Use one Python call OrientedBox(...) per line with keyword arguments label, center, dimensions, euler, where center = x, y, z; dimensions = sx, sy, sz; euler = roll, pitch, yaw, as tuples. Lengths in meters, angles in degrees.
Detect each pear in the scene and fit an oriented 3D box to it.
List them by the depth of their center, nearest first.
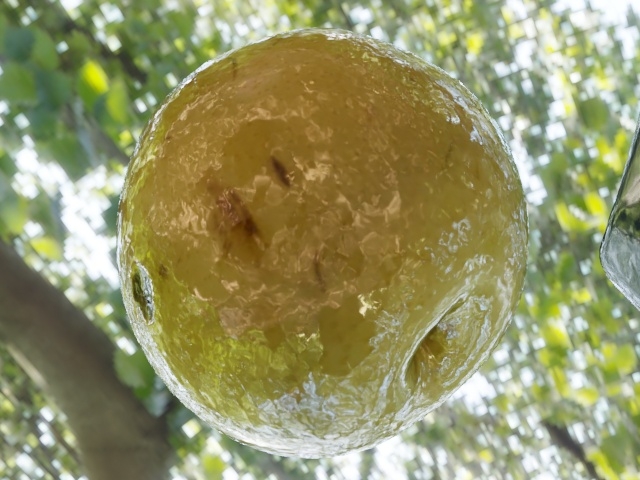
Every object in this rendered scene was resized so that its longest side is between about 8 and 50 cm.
OrientedBox(label="pear", center=(0.000, 0.000, 1.331), dimensions=(0.348, 0.348, 0.348), euler=(-13, -132, 15))

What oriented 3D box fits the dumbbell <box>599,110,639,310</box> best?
OrientedBox(label="dumbbell", center=(0.234, 0.022, 0.445), dimensions=(0.144, 0.325, 0.160), euler=(-4, -116, 60))
